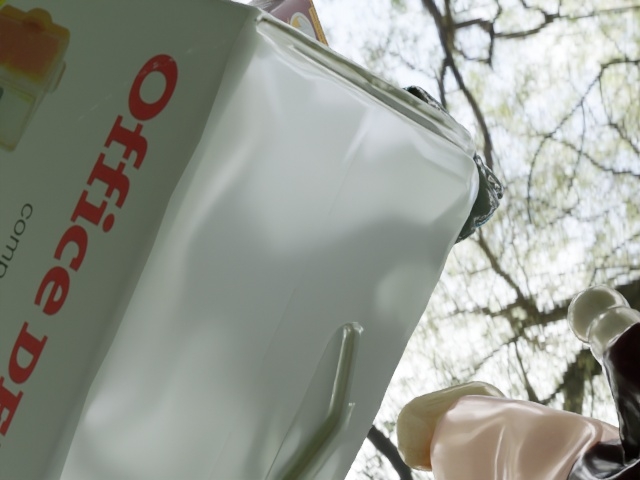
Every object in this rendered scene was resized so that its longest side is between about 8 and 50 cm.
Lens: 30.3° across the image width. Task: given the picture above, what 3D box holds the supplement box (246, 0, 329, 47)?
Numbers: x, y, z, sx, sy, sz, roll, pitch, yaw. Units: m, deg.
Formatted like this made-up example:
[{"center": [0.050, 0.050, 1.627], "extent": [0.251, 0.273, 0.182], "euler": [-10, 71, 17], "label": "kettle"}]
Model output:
[{"center": [-0.066, -0.212, 1.363], "extent": [0.080, 0.104, 0.188], "euler": [-10, -156, 28], "label": "supplement box"}]

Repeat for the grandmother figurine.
[{"center": [0.135, 0.124, 0.518], "extent": [0.104, 0.342, 0.208], "euler": [-10, -87, -19], "label": "grandmother figurine"}]

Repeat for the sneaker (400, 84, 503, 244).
[{"center": [0.000, 0.000, 1.013], "extent": [0.341, 0.140, 0.125], "euler": [-40, -163, -25], "label": "sneaker"}]

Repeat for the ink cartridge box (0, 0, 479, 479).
[{"center": [-0.153, -0.002, 0.588], "extent": [0.384, 0.160, 0.279], "euler": [26, -87, 41], "label": "ink cartridge box"}]
